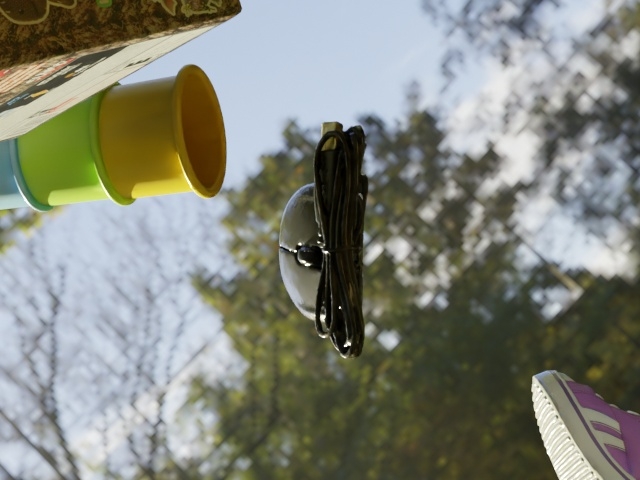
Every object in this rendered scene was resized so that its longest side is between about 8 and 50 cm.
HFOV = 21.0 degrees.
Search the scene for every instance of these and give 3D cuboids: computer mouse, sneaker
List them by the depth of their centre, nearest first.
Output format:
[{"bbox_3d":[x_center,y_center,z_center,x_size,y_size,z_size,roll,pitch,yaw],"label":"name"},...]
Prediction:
[{"bbox_3d":[0.000,0.000,1.474,0.272,0.072,0.189,173,97,-89],"label":"computer mouse"},{"bbox_3d":[0.331,0.214,1.741,0.161,0.282,0.102,-20,-51,-13],"label":"sneaker"}]

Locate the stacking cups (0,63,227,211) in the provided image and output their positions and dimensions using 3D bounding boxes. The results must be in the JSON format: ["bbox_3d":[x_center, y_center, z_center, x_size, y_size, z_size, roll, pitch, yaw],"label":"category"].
[{"bbox_3d":[-0.228,-0.052,1.236,0.316,0.096,0.096,-9,-7,16],"label":"stacking cups"}]

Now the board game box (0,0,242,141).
[{"bbox_3d":[-0.234,-0.121,0.907,0.291,0.141,0.232,-21,0,-45],"label":"board game box"}]
